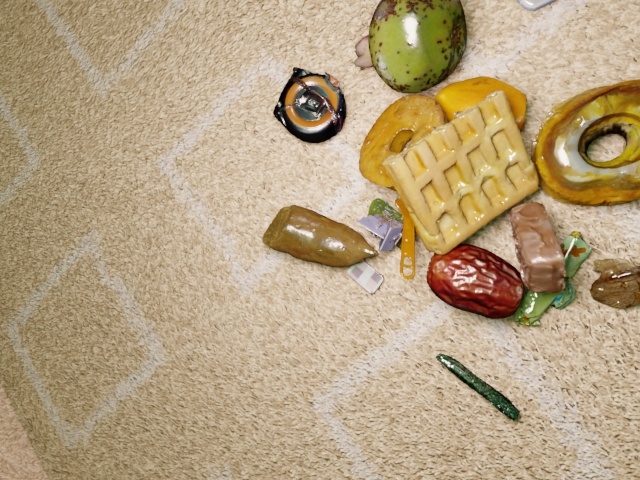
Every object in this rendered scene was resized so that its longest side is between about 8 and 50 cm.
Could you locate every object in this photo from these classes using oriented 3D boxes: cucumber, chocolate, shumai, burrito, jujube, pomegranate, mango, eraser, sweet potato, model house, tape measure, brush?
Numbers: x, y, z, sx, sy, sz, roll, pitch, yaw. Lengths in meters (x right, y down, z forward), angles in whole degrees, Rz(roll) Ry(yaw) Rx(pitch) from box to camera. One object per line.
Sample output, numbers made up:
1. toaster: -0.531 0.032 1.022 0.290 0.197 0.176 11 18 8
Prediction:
1. cucumber: 0.434 0.398 1.207 0.256 0.043 0.044 37 96 17
2. chocolate: 0.535 0.023 1.081 0.093 0.148 0.214 -12 45 22
3. shumai: 0.755 0.100 1.078 0.123 0.139 0.105 36 68 -12
4. burrito: 0.622 0.116 1.141 0.104 0.054 0.288 35 99 15
5. jujube: 0.405 0.103 1.147 0.243 0.183 0.184 19 95 18
6. pomegranate: 0.225 -0.551 1.202 0.340 0.284 0.285 13 94 45
7. mango: 0.432 -0.364 1.175 0.252 0.126 0.154 20 84 19
8. eraser: 0.138 0.106 1.323 0.105 0.026 0.065 40 99 16
9. sweet potato: 0.000 0.000 1.317 0.369 0.158 0.158 21 96 12
10. model house: 0.187 -0.035 1.257 0.167 0.088 0.117 34 123 17
11. tape measure: -0.028 -0.408 1.332 0.222 0.135 0.202 28 90 12
12. brush: 0.243 -0.032 1.198 0.090 0.017 0.315 11 60 -3

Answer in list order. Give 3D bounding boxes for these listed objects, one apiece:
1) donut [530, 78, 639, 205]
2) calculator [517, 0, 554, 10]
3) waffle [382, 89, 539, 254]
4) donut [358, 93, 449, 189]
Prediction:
1. donut: 0.700 -0.228 1.061 0.329 0.160 0.330 2 98 18
2. calculator: 0.624 -0.703 1.156 0.210 0.039 0.121 -20 84 17
3. waffle: 0.363 -0.161 1.082 0.348 0.077 0.304 -35 112 1
4. donut: 0.244 -0.257 1.206 0.277 0.108 0.278 -21 58 38
